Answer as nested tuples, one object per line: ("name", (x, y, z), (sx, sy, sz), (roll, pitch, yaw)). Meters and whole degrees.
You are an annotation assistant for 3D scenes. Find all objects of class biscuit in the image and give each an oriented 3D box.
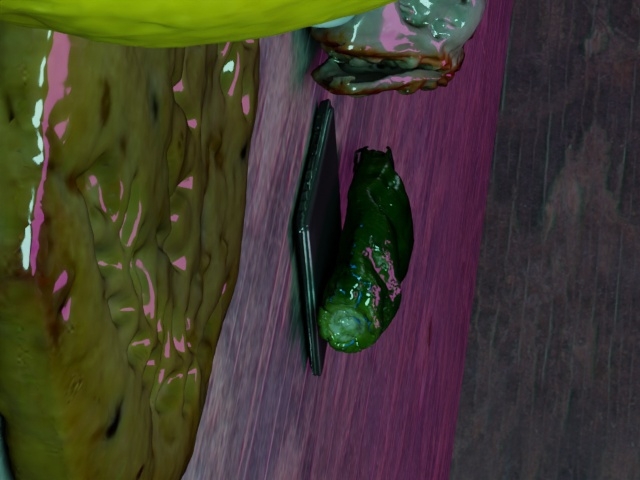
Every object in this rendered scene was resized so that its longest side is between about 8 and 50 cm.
("biscuit", (-0.073, -0.046, 0.786), (0.359, 0.046, 0.359), (5, 90, -80))

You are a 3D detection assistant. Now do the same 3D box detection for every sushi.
("sushi", (0.070, -0.204, 1.352), (0.332, 0.124, 0.130), (-68, 165, -62))

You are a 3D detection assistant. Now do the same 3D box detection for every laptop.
("laptop", (0.000, 0.000, 1.384), (0.180, 0.016, 0.129), (84, 14, -50))

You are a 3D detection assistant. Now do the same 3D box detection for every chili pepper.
("chili pepper", (0.041, -0.001, 1.408), (0.224, 0.061, 0.098), (-69, 156, -58))

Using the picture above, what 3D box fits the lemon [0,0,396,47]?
("lemon", (-0.033, -0.151, 0.373), (0.288, 0.233, 0.233), (10, 85, -81))

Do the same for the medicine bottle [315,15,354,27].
("medicine bottle", (0.006, -0.189, 1.111), (0.055, 0.074, 0.118), (83, 16, -57))
